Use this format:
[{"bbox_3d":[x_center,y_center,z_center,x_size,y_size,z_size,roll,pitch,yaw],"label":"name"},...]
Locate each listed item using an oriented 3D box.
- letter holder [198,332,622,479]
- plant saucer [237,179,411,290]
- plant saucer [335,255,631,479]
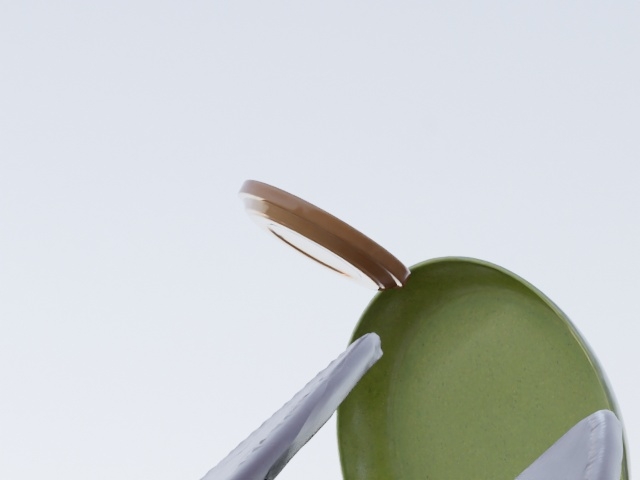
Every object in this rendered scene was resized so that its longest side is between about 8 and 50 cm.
[{"bbox_3d":[0.022,0.113,0.457,0.214,0.152,0.302,-45,-2,18],"label":"letter holder"},{"bbox_3d":[0.000,0.000,0.815,0.013,0.083,0.083,-59,-30,-8],"label":"plant saucer"},{"bbox_3d":[0.102,0.127,1.130,0.037,0.241,0.241,-7,-26,-40],"label":"plant saucer"}]
